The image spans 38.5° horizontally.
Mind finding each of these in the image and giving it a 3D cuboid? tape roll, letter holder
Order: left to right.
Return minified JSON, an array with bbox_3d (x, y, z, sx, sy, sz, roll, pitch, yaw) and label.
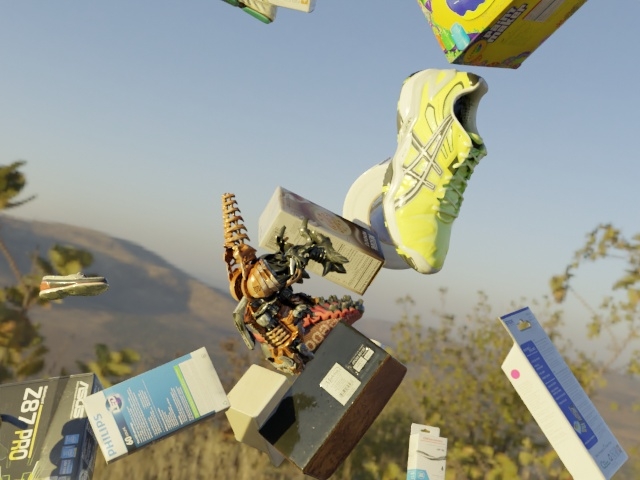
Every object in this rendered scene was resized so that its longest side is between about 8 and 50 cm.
[{"bbox_3d":[0.050,0.359,1.990,0.152,0.301,0.214,34,-4,36],"label":"letter holder"},{"bbox_3d":[0.187,-0.067,2.104,0.246,0.246,0.169,11,14,12],"label":"tape roll"}]

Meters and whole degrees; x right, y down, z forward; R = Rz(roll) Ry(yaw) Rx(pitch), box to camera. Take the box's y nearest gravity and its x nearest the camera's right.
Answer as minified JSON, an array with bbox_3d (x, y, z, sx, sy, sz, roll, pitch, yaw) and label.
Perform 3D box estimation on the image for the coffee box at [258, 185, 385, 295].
[{"bbox_3d":[0.000,0.000,1.910,0.247,0.098,0.141,26,21,-15],"label":"coffee box"}]

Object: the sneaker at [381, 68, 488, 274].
[{"bbox_3d":[0.211,-0.131,1.634,0.147,0.384,0.145,-4,-11,41],"label":"sneaker"}]

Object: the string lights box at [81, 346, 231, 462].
[{"bbox_3d":[-0.325,0.327,1.818,0.260,0.133,0.077,-22,-13,-17],"label":"string lights box"}]

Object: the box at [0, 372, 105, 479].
[{"bbox_3d":[-0.654,0.490,2.000,0.319,0.394,0.097,-7,-44,7],"label":"box"}]

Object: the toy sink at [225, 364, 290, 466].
[{"bbox_3d":[-0.157,0.484,2.527,0.131,0.153,0.234,16,-40,32],"label":"toy sink"}]

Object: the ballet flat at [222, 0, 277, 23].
[{"bbox_3d":[-0.175,-0.550,2.081,0.168,0.052,0.057,25,-7,-21],"label":"ballet flat"}]

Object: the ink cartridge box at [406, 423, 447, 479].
[{"bbox_3d":[0.155,0.307,1.321,0.048,0.083,0.028,13,-21,-17],"label":"ink cartridge box"}]

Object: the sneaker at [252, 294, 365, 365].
[{"bbox_3d":[-0.019,0.213,2.120,0.276,0.135,0.098,-17,16,-21],"label":"sneaker"}]

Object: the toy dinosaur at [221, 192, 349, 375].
[{"bbox_3d":[-0.080,0.069,1.606,0.164,0.321,0.218,13,36,41],"label":"toy dinosaur"}]

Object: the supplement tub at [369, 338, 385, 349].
[{"bbox_3d":[0.120,0.314,2.371,0.071,0.107,0.071,20,-18,7],"label":"supplement tub"}]

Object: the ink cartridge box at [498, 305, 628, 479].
[{"bbox_3d":[0.471,0.311,1.838,0.069,0.370,0.176,-37,-15,29],"label":"ink cartridge box"}]

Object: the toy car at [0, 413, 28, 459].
[{"bbox_3d":[-0.668,0.357,1.761,0.189,0.148,0.155,19,38,3],"label":"toy car"}]

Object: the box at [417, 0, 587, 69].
[{"bbox_3d":[0.302,-0.483,1.504,0.177,0.279,0.290,-5,-28,-39],"label":"box"}]

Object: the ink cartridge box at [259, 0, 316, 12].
[{"bbox_3d":[-0.144,-0.735,2.222,0.304,0.307,0.072,14,25,9],"label":"ink cartridge box"}]

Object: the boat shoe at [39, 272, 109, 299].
[{"bbox_3d":[-0.463,0.081,1.722,0.137,0.043,0.049,-8,-33,11],"label":"boat shoe"}]
